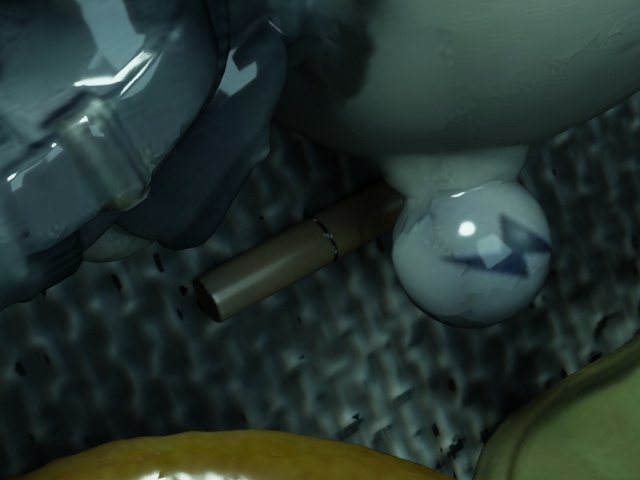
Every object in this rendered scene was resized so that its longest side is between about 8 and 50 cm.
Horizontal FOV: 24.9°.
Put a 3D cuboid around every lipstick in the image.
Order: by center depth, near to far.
[{"bbox_3d":[0.000,0.000,0.502,0.094,0.019,0.019,-27,104,-21],"label":"lipstick"}]

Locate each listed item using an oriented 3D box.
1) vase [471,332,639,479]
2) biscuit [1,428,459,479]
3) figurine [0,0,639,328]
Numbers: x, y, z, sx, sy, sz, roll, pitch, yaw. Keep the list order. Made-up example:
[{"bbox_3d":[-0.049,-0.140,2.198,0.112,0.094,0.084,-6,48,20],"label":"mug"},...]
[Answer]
[{"bbox_3d":[0.252,0.080,0.533,0.302,0.241,0.329,42,54,-7],"label":"vase"},{"bbox_3d":[-0.025,0.173,0.427,0.261,0.037,0.262,-1,113,-2],"label":"biscuit"},{"bbox_3d":[-0.020,-0.078,0.403,0.382,0.186,0.261,-33,115,-26],"label":"figurine"}]
